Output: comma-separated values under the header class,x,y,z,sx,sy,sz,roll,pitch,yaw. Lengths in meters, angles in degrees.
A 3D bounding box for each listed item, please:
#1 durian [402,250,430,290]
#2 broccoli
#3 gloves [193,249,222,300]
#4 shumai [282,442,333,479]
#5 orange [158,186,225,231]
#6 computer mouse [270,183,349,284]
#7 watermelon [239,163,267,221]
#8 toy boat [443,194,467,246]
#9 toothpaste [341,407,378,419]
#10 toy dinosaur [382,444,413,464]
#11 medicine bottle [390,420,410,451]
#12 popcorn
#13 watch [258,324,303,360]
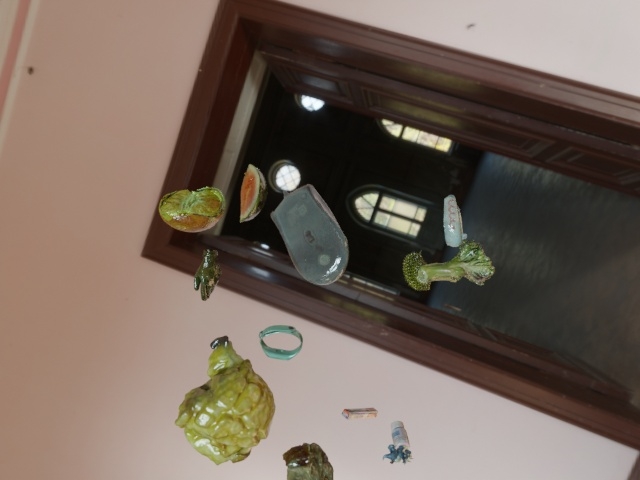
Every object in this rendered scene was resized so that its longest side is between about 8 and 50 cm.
class,x,y,z,sx,sy,sz,roll,pitch,yaw
durian,0.516,0.157,2.299,0.095,0.137,0.220,119,142,-66
broccoli,0.470,0.099,1.541,0.145,0.304,0.164,-45,58,58
gloves,-0.575,0.178,2.211,0.107,0.136,0.267,-161,77,-74
shumai,-0.075,1.019,1.866,0.222,0.225,0.260,29,-135,-53
orange,-0.655,-0.162,2.259,0.196,0.335,0.262,73,-170,-52
computer mouse,-0.024,-0.020,1.385,0.188,0.370,0.122,-38,-26,14
watermelon,-0.274,-0.191,1.730,0.063,0.119,0.244,17,-102,-63
toy boat,0.526,-0.073,1.677,0.134,0.079,0.207,51,-140,-51
toothpaste,0.190,0.829,2.075,0.197,0.047,0.040,15,-85,-37
toy dinosaur,0.212,0.590,1.186,0.047,0.084,0.030,-85,6,-46
medicine bottle,0.264,0.653,1.440,0.089,0.052,0.052,-97,17,-58
popcorn,-0.269,0.474,1.224,0.236,0.293,0.292,63,-143,-31
watch,-0.213,0.540,2.290,0.068,0.237,0.194,-83,3,-68
